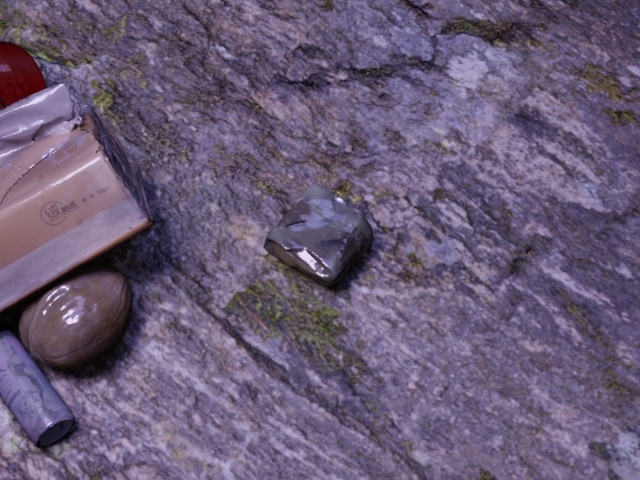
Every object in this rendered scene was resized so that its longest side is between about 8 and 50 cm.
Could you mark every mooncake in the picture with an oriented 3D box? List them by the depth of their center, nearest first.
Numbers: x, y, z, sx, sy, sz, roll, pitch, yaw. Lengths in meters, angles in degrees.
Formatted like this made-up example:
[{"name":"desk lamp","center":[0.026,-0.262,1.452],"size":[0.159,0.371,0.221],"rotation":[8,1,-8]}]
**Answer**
[{"name":"mooncake","center":[0.000,0.000,1.828],"size":[0.130,0.073,0.125],"rotation":[35,69,19]}]

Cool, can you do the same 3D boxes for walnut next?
[{"name":"walnut","center":[-0.334,0.104,1.730],"size":[0.162,0.140,0.140],"rotation":[-33,66,-30]}]

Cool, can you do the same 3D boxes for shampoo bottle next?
[{"name":"shampoo bottle","center":[-0.417,0.186,1.719],"size":[0.072,0.072,0.214],"rotation":[-34,66,-18]}]

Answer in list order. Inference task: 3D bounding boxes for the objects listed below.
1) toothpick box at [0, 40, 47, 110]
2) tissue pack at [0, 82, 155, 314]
[{"name":"toothpick box","center":[-0.569,-0.175,1.754],"size":[0.333,0.204,0.204],"rotation":[-11,53,-51]},{"name":"tissue pack","center":[-0.414,-0.063,1.698],"size":[0.305,0.238,0.239],"rotation":[-30,64,2]}]
